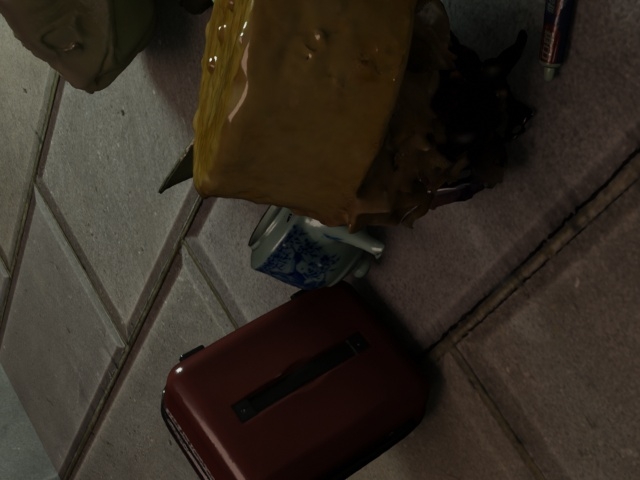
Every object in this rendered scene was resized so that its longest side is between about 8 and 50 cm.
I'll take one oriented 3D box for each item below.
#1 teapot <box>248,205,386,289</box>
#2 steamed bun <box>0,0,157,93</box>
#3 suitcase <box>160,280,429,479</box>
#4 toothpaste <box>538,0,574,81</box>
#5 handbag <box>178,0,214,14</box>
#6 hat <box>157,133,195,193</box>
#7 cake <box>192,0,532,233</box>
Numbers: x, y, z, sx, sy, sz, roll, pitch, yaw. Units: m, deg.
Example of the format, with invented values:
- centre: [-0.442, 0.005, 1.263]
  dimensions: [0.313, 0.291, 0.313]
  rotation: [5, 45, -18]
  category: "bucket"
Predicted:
- centre: [0.000, 0.000, 1.215]
  dimensions: [0.159, 0.159, 0.232]
  rotation: [68, 161, 0]
  category: "teapot"
- centre: [-0.339, -0.394, 1.361]
  dimensions: [0.324, 0.219, 0.310]
  rotation: [54, -167, -26]
  category: "steamed bun"
- centre: [-0.032, 0.207, 1.222]
  dimensions: [0.236, 0.297, 0.161]
  rotation: [50, 152, 23]
  category: "suitcase"
- centre: [0.220, -0.214, 0.891]
  dimensions: [0.037, 0.021, 0.140]
  rotation: [27, 126, 39]
  category: "toothpaste"
- centre: [-0.165, -0.347, 1.321]
  dimensions: [0.111, 0.047, 0.072]
  rotation: [-27, 91, 56]
  category: "handbag"
- centre: [-0.084, -0.130, 1.233]
  dimensions: [0.130, 0.257, 0.257]
  rotation: [34, 145, -9]
  category: "hat"
- centre: [0.052, -0.166, 0.945]
  dimensions: [0.332, 0.321, 0.332]
  rotation: [-169, 90, -74]
  category: "cake"
